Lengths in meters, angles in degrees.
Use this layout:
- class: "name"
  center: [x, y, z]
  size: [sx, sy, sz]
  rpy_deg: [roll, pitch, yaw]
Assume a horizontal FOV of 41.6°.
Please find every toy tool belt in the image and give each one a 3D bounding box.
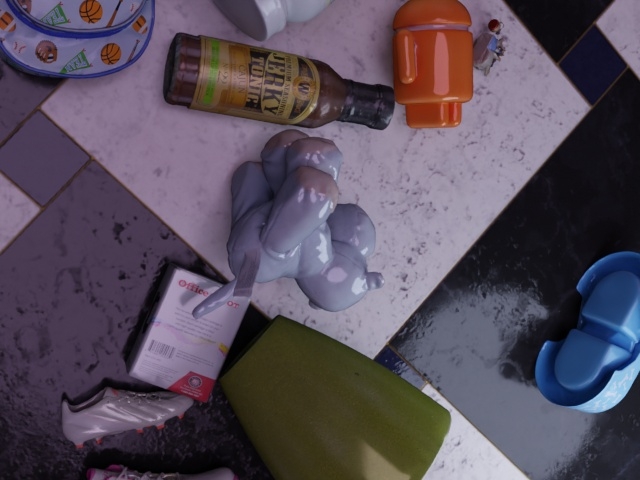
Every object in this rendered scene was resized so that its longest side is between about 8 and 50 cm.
- class: "toy tool belt"
  center: [0.282, -0.319, 1.398]
  size: [0.051, 0.052, 0.083]
  rpy_deg: [25, 91, -50]

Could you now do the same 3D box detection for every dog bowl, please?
- class: "dog bowl"
  center: [0.495, 0.164, 1.458]
  size: [0.074, 0.166, 0.297]
  rpy_deg: [32, 86, -29]

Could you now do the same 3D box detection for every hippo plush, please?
- class: "hippo plush"
  center: [0.000, 0.000, 1.232]
  size: [0.236, 0.234, 0.294]
  rpy_deg: [31, 52, -30]

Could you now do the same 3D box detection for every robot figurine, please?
- class: "robot figurine"
  center: [0.177, -0.287, 1.323]
  size: [0.158, 0.128, 0.219]
  rpy_deg: [-4, 98, -14]

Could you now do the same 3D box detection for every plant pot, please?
- class: "plant pot"
  center: [-0.003, 0.261, 1.273]
  size: [0.293, 0.275, 0.275]
  rpy_deg: [43, 82, -2]

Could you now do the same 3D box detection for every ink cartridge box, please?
- class: "ink cartridge box"
  center: [-0.200, 0.138, 1.276]
  size: [0.127, 0.072, 0.175]
  rpy_deg: [24, 88, -18]

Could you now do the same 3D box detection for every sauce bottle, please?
- class: "sauce bottle"
  center: [-0.057, -0.230, 1.264]
  size: [0.344, 0.111, 0.111]
  rpy_deg: [6, 94, -18]

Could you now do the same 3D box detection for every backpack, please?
- class: "backpack"
  center: [-0.334, -0.346, 1.122]
  size: [0.276, 0.213, 0.263]
  rpy_deg: [-5, 108, -20]

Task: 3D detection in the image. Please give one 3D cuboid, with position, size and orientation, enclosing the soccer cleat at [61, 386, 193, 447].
- class: "soccer cleat"
  center: [-0.290, 0.251, 1.266]
  size: [0.196, 0.068, 0.076]
  rpy_deg: [-13, 97, -13]

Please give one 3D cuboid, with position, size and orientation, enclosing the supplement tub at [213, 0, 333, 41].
- class: "supplement tub"
  center: [-0.019, -0.459, 1.184]
  size: [0.325, 0.235, 0.235]
  rpy_deg: [-41, 106, -9]

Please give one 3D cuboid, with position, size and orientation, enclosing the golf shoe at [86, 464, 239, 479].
- class: "golf shoe"
  center: [-0.274, 0.392, 1.263]
  size: [0.306, 0.115, 0.140]
  rpy_deg: [-19, 98, -16]
